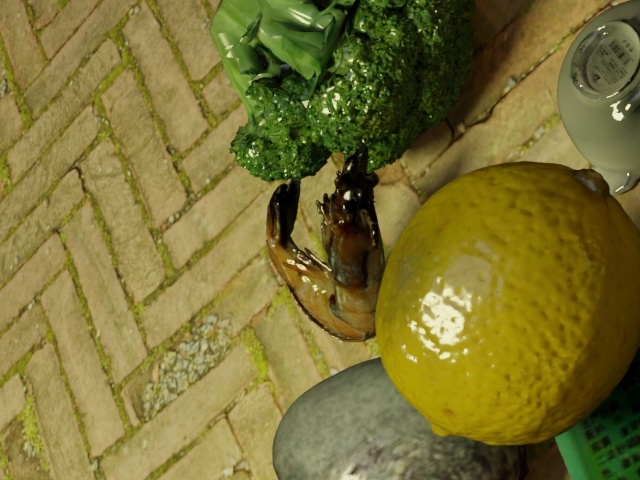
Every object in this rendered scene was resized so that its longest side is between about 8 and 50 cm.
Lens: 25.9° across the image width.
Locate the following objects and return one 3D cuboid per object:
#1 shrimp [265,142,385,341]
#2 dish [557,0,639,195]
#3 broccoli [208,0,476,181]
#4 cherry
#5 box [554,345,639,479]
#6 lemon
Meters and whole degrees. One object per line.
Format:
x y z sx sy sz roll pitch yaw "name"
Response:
0.005 -0.004 1.659 0.178 0.289 0.075 22 51 29 "shrimp"
0.339 -0.183 1.496 0.228 0.086 0.236 -20 61 38 "dish"
0.038 -0.257 1.677 0.310 0.321 0.413 46 134 17 "broccoli"
0.077 0.248 1.488 0.296 0.218 0.255 -36 46 12 "cherry"
0.360 0.168 1.319 0.264 0.106 0.336 -38 50 27 "box"
0.178 0.058 1.291 0.267 0.267 0.267 -19 61 39 "lemon"
